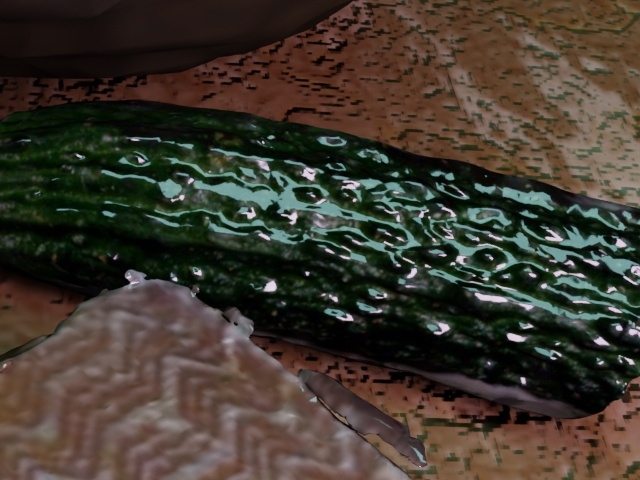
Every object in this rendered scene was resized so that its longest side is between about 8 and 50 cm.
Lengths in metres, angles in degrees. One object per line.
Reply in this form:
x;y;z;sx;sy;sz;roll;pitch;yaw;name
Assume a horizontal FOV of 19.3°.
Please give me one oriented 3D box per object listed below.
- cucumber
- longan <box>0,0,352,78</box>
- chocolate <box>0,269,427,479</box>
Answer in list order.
0.000;-0.001;0.629;0.265;0.077;0.077;16;39;0;cucumber
-0.123;-0.253;0.629;0.436;0.404;0.404;0;41;-27;longan
-0.031;0.111;0.471;0.148;0.093;0.214;-25;52;-36;chocolate
